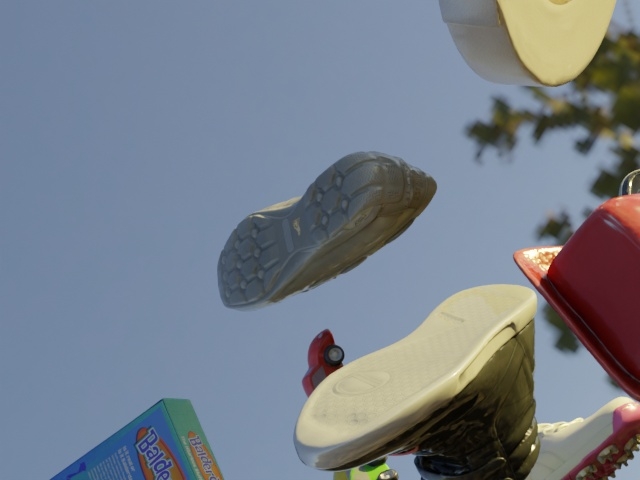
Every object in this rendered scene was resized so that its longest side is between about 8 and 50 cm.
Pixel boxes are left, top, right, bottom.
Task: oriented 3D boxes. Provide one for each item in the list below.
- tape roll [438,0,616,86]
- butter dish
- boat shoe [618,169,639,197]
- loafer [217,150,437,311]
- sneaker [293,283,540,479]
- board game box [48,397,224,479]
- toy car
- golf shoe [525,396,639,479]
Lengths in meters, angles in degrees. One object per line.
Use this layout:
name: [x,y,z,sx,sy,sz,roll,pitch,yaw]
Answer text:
tape roll: [0.230,-0.355,2.080,0.392,0.072,0.392,-20,-67,-58]
butter dish: [0.232,0.019,1.224,0.160,0.160,0.118,0,-53,-33]
boat shoe: [0.382,-0.029,2.144,0.078,0.219,0.070,-22,-56,0]
loafer: [0.000,0.000,2.080,0.111,0.112,0.319,6,-23,-36]
sneaker: [0.087,0.147,1.458,0.296,0.104,0.147,-30,-64,-52]
board game box: [-0.182,0.272,1.879,0.210,0.160,0.047,-35,-24,26]
toy car: [0.040,0.234,2.044,0.053,0.225,0.239,-20,-65,-6]
golf shoe: [0.242,0.252,2.214,0.115,0.140,0.306,-5,-34,-48]
